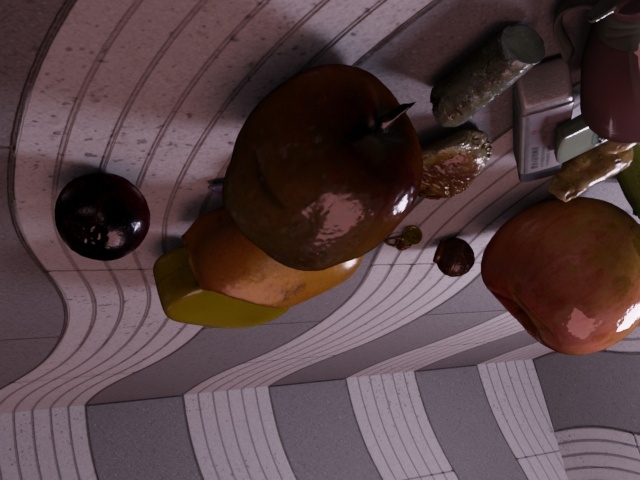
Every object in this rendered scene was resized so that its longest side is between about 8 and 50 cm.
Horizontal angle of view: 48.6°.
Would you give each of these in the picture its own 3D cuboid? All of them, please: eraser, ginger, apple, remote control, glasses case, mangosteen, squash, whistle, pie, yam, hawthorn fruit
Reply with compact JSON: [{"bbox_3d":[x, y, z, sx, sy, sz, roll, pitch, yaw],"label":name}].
[{"bbox_3d":[0.381,-0.194,1.225,0.089,0.061,0.352,-16,159,9],"label":"eraser"},{"bbox_3d":[0.539,-0.149,1.388,0.205,0.081,0.115,-35,177,15],"label":"ginger"},{"bbox_3d":[0.569,0.068,1.609,0.363,0.364,0.364,-10,159,-4],"label":"apple"},{"bbox_3d":[0.520,-0.217,1.182,0.285,0.038,0.123,-28,157,5],"label":"remote control"},{"bbox_3d":[-0.224,0.101,1.565,0.173,0.141,0.371,-30,155,21],"label":"glasses case"},{"bbox_3d":[-0.350,-0.043,1.151,0.152,0.153,0.152,-10,159,-4],"label":"mangosteen"},{"bbox_3d":[0.714,-0.177,1.500,0.189,0.189,0.260,-22,121,26],"label":"squash"},{"bbox_3d":[0.192,0.004,1.673,0.057,0.046,0.109,-19,169,-23],"label":"whistle"},{"bbox_3d":[0.216,-0.135,1.275,0.163,0.079,0.193,3,154,-25],"label":"pie"},{"bbox_3d":[0.234,-0.234,1.022,0.078,0.078,0.179,4,155,-35],"label":"yam"},{"bbox_3d":[0.017,-0.114,0.980,0.267,0.268,0.301,9,142,-42],"label":"hawthorn fruit"}]

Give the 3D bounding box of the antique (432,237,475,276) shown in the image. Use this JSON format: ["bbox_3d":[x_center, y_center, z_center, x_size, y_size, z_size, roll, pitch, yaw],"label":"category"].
[{"bbox_3d":[0.335,0.043,1.764,0.104,0.104,0.104,-10,159,-4],"label":"antique"}]

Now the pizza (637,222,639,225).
[{"bbox_3d":[0.714,0.012,1.902,0.289,0.081,0.229,-14,153,8],"label":"pizza"}]

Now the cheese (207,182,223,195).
[{"bbox_3d":[-0.096,-0.100,1.243,0.190,0.042,0.105,-12,162,21],"label":"cheese"}]

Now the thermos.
[{"bbox_3d":[0.417,-0.264,0.977,0.176,0.146,0.265,7,159,26],"label":"thermos"}]

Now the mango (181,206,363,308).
[{"bbox_3d":[-0.082,0.026,1.342,0.350,0.201,0.199,-5,149,-10],"label":"mango"}]
